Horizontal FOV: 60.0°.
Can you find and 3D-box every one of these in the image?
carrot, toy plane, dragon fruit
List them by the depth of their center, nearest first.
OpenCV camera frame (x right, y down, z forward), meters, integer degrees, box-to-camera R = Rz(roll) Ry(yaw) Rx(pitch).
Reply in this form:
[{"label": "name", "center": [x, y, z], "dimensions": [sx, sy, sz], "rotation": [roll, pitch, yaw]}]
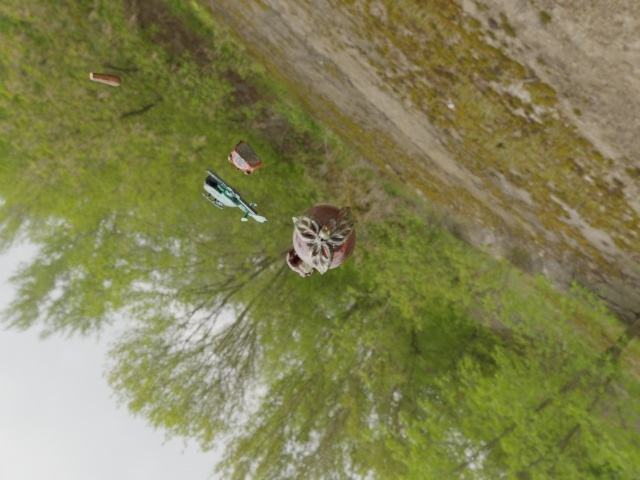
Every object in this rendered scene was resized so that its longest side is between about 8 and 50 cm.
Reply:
[{"label": "dragon fruit", "center": [-0.196, -0.204, 1.409], "dimensions": [0.083, 0.060, 0.056], "rotation": [48, -130, 2]}, {"label": "toy plane", "center": [-0.252, -0.122, 1.584], "dimensions": [0.096, 0.060, 0.235], "rotation": [-9, 138, 48]}, {"label": "carrot", "center": [-0.639, -0.482, 1.655], "dimensions": [0.093, 0.032, 0.032], "rotation": [-3, -144, -48]}]

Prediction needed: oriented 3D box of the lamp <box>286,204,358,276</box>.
[{"label": "lamp", "center": [0.007, 0.008, 1.328], "dimensions": [0.151, 0.215, 0.223], "rotation": [49, -174, 22]}]
